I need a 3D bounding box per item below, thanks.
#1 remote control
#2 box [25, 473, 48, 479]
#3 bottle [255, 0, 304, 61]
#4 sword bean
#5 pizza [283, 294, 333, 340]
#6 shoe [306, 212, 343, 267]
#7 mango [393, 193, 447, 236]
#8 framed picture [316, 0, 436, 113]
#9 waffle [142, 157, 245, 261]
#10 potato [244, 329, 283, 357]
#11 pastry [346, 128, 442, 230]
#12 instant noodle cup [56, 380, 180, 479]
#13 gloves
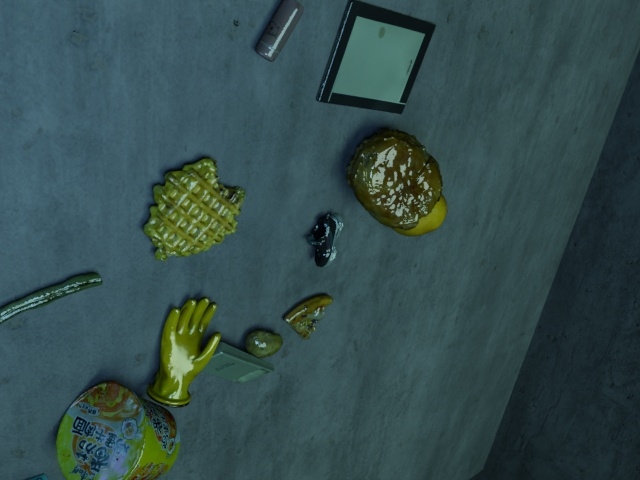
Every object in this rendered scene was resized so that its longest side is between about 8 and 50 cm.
[{"bbox_3d":[-0.251,0.357,2.039,0.123,0.038,0.285,-27,149,19],"label":"remote control"},{"bbox_3d":[-0.710,0.779,1.784,0.118,0.205,0.311,-13,128,-38],"label":"box"},{"bbox_3d":[-0.091,-0.468,1.575,0.053,0.053,0.140,22,102,-52],"label":"bottle"},{"bbox_3d":[-0.601,0.128,1.525,0.269,0.038,0.043,-25,110,-31],"label":"sword bean"},{"bbox_3d":[-0.047,0.254,2.205,0.184,0.036,0.176,-13,128,-40],"label":"pizza"},{"bbox_3d":[0.000,0.000,2.032,0.099,0.071,0.169,-1,115,-43],"label":"shoe"},{"bbox_3d":[0.287,-0.098,2.223,0.317,0.119,0.176,8,115,-40],"label":"mango"},{"bbox_3d":[0.152,-0.469,1.861,0.347,0.016,0.265,-4,121,-44],"label":"framed picture"},{"bbox_3d":[-0.291,-0.074,1.678,0.291,0.051,0.291,-28,139,-28],"label":"waffle"},{"bbox_3d":[-0.166,0.307,2.092,0.091,0.070,0.138,-45,144,20],"label":"potato"},{"bbox_3d":[0.203,-0.180,2.013,0.255,0.162,0.311,-49,124,-6],"label":"pastry"},{"bbox_3d":[-0.490,0.502,1.773,0.264,0.264,0.200,-51,150,-3],"label":"instant noodle cup"},{"bbox_3d":[-0.356,0.279,1.858,0.133,0.116,0.294,4,109,-56],"label":"gloves"}]
